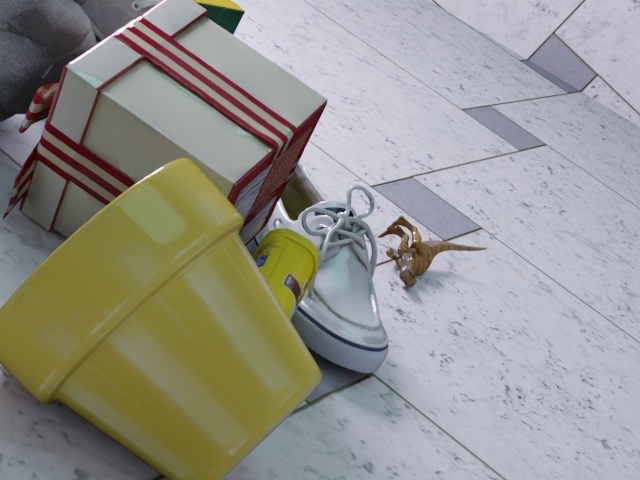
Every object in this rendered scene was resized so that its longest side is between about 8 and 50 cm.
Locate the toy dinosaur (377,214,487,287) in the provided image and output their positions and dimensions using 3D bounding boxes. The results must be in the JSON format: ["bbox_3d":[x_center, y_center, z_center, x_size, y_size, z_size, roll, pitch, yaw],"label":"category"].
[{"bbox_3d":[0.142,0.017,1.998,0.112,0.064,0.211,51,35,5],"label":"toy dinosaur"}]

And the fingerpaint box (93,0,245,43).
[{"bbox_3d":[-0.399,-0.401,2.082,0.445,0.163,0.371,41,25,30],"label":"fingerpaint box"}]

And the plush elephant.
[{"bbox_3d":[-0.376,-0.293,1.669,0.330,0.272,0.255,-9,60,-53],"label":"plush elephant"}]

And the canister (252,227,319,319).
[{"bbox_3d":[-0.065,0.074,1.531,0.073,0.126,0.170,29,25,-2],"label":"canister"}]

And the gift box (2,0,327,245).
[{"bbox_3d":[-0.190,-0.091,1.584,0.258,0.276,0.255,36,36,7],"label":"gift box"}]

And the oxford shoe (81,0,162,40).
[{"bbox_3d":[-0.223,-0.300,1.831,0.169,0.130,0.449,-43,111,-42],"label":"oxford shoe"}]

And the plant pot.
[{"bbox_3d":[-0.135,0.094,1.281,0.239,0.254,0.254,47,24,3],"label":"plant pot"}]

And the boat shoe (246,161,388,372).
[{"bbox_3d":[0.007,0.001,1.723,0.135,0.156,0.367,15,26,-31],"label":"boat shoe"}]
